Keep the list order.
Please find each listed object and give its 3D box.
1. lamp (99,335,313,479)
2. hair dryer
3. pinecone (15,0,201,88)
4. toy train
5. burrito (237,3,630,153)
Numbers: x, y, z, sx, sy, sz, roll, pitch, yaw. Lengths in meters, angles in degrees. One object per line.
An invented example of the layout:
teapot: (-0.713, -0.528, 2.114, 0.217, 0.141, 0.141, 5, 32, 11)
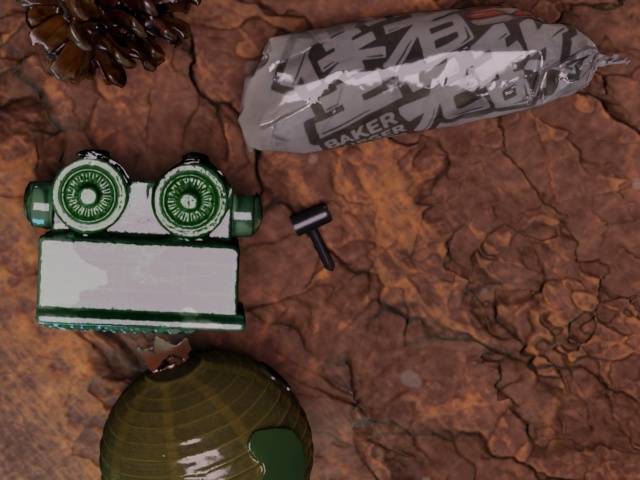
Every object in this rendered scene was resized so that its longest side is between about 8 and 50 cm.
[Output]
lamp: (-0.140, 0.222, 1.769, 0.250, 0.250, 0.284, -20, 114, 2)
hair dryer: (0.000, 0.000, 1.831, 0.047, 0.026, 0.083, -22, 110, 3)
pinecone: (-0.223, -0.258, 1.676, 0.195, 0.150, 0.179, -22, 101, -1)
toy train: (-0.199, -0.001, 1.743, 0.266, 0.145, 0.202, 2, 95, -4)
burrito: (0.124, -0.191, 1.746, 0.445, 0.101, 0.139, -10, 102, 1)
